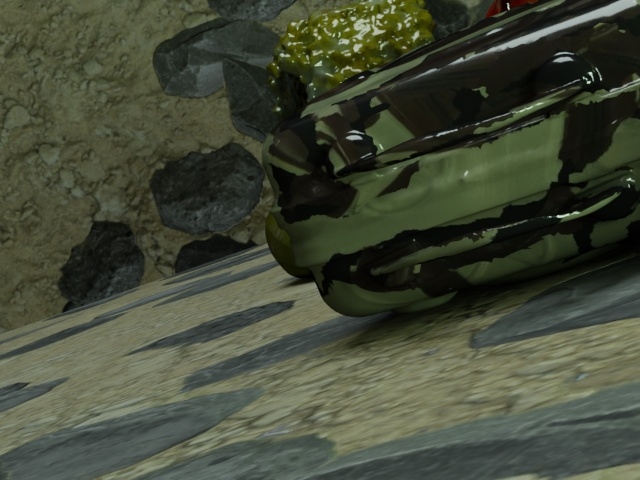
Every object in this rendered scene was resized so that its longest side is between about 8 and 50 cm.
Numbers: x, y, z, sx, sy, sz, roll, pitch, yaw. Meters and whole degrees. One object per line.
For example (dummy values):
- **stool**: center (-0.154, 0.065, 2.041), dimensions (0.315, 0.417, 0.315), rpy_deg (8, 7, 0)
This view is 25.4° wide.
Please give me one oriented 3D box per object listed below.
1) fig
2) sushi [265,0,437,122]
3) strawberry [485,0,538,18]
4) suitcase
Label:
- **fig**: center (-0.002, -0.018, 1.768), dimensions (0.132, 0.127, 0.185), rpy_deg (-6, -2, -4)
- **sushi**: center (0.066, -0.180, 2.034), dimensions (0.240, 0.351, 0.396), rpy_deg (-19, 2, -8)
- **strawberry**: center (0.247, -0.129, 1.368), dimensions (0.336, 0.265, 0.149), rpy_deg (-46, -3, -25)
- **suitcase**: center (0.138, -0.061, 1.031), dimensions (0.351, 0.194, 0.339), rpy_deg (-19, 9, 25)
